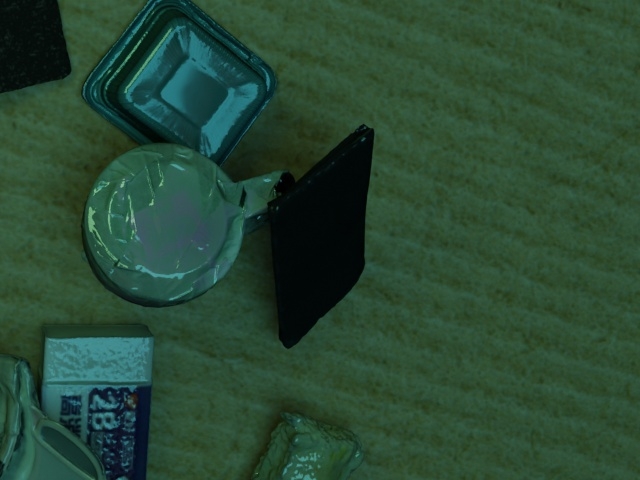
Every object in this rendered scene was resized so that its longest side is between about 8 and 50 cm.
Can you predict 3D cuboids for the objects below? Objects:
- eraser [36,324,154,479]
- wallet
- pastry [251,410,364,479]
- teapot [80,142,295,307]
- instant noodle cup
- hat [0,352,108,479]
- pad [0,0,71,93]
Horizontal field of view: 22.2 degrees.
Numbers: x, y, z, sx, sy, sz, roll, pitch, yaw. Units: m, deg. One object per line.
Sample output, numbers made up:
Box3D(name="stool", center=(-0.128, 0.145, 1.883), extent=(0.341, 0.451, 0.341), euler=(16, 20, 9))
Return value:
Box3D(name="eraser", center=(-0.251, 0.199, 1.799), extent=(0.124, 0.068, 0.210), euler=(1, 103, -14))
Box3D(name="wallet", center=(0.001, 0.001, 1.747), extent=(0.146, 0.030, 0.285), euler=(-44, 157, -23))
Box3D(name="pastry", center=(-0.038, 0.323, 1.889), extent=(0.121, 0.089, 0.258), euler=(16, 99, -24))
Box3D(name="teapot", center=(-0.153, -0.027, 1.721), extent=(0.221, 0.178, 0.163), euler=(-43, 93, -17))
Box3D(name="instant noodle cup", center=(-0.142, -0.161, 1.742), extent=(0.179, 0.070, 0.157), euler=(37, 89, -22))
Box3D(name="hat", center=(-0.341, 0.253, 1.738), extent=(0.219, 0.164, 0.226), euler=(-47, 116, -11))
Box3D(name="pad", center=(-0.420, -0.233, 1.626), extent=(0.330, 0.004, 0.220), euler=(-17, 106, -26))
